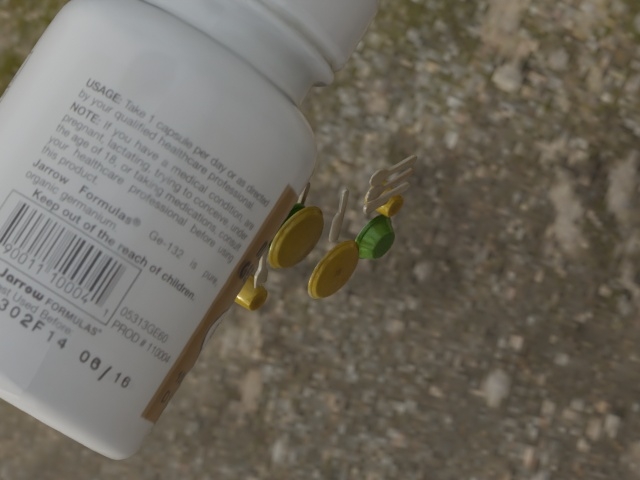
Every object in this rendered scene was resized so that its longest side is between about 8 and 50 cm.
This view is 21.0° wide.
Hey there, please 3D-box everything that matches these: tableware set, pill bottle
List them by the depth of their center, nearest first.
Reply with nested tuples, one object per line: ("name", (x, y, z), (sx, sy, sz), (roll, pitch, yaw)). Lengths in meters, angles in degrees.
("pill bottle", (-0.076, -0.034, 0.742), (0.131, 0.131, 0.229), (23, 78, 51))
("tableware set", (0.000, 0.000, 1.141), (0.024, 0.154, 0.104), (38, 138, 26))
